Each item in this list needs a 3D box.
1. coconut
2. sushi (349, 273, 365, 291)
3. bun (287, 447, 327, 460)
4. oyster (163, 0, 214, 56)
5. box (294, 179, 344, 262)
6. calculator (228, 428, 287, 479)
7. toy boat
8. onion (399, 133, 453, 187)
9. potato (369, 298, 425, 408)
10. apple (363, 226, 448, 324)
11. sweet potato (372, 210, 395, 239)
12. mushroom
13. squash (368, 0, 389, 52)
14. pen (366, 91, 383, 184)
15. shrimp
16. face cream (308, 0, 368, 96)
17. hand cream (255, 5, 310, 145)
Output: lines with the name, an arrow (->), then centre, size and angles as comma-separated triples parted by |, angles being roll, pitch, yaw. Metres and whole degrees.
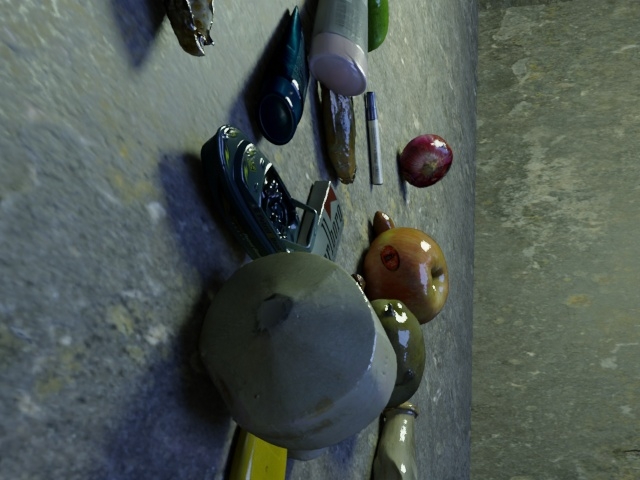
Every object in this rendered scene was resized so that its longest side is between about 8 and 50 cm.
coconut -> -0.030, 0.128, 0.925 | 0.241, 0.241, 0.241 | -1, 90, -72
sushi -> 0.058, 0.098, 1.459 | 0.099, 0.050, 0.047 | 77, 15, -58
bun -> -0.006, 0.262, 1.181 | 0.138, 0.094, 0.138 | -5, 90, -72
oyster -> -0.145, -0.268, 0.842 | 0.103, 0.051, 0.148 | 38, 37, -64
box -> 0.000, 0.000, 1.309 | 0.115, 0.036, 0.177 | 70, 26, -43
calculator -> -0.082, 0.314, 1.035 | 0.146, 0.032, 0.234 | 64, 29, -53
toy boat -> -0.078, -0.053, 0.967 | 0.246, 0.103, 0.092 | 62, 33, -50
onion -> 0.262, -0.222, 2.049 | 0.140, 0.150, 0.150 | -118, -171, -50
potato -> 0.125, 0.209, 1.503 | 0.251, 0.159, 0.174 | 88, -13, -45
apple -> 0.175, 0.075, 1.651 | 0.209, 0.164, 0.209 | 0, 90, -60
sweet potato -> 0.151, 0.012, 1.771 | 0.214, 0.050, 0.050 | 73, 23, -50
mushroom -> 0.167, 0.469, 1.708 | 0.247, 0.096, 0.108 | -78, 159, -48
squash -> 0.066, -0.526, 1.454 | 0.101, 0.101, 0.378 | -71, 152, -48
pen -> 0.116, -0.222, 1.711 | 0.025, 0.025, 0.204 | -38, 124, -69
shrimp -> 0.041, -0.227, 1.431 | 0.173, 0.058, 0.253 | -60, 145, -70
face cream -> 0.035, -0.354, 1.315 | 0.107, 0.073, 0.269 | 28, 42, -23
hand cream -> -0.043, -0.245, 1.168 | 0.270, 0.061, 0.120 | -77, 159, -51
